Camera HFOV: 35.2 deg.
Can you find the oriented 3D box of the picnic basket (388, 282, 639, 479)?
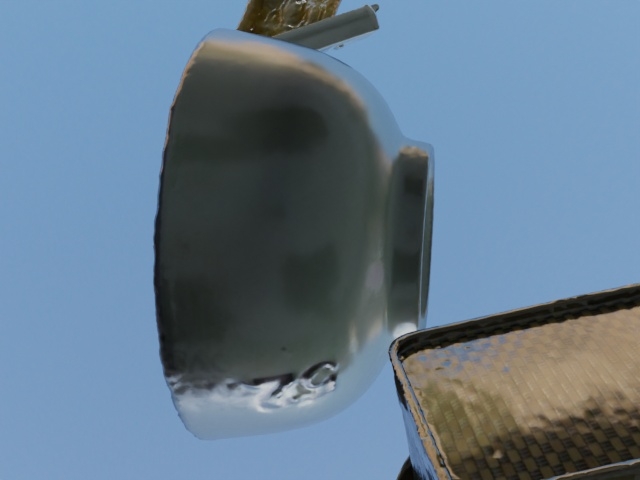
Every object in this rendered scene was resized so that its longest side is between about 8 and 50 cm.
[{"bbox_3d":[0.173,0.120,0.521,0.266,0.165,0.139,-12,-67,-2],"label":"picnic basket"}]

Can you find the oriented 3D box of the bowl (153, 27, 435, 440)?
[{"bbox_3d":[0.000,0.000,0.864,0.185,0.354,0.354,3,-114,9],"label":"bowl"}]

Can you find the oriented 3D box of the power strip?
[{"bbox_3d":[-0.026,-0.212,1.100,0.192,0.081,0.035,-20,-85,-6],"label":"power strip"}]

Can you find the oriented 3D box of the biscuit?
[{"bbox_3d":[-0.055,-0.223,1.180,0.118,0.247,0.029,7,-145,-35],"label":"biscuit"}]
